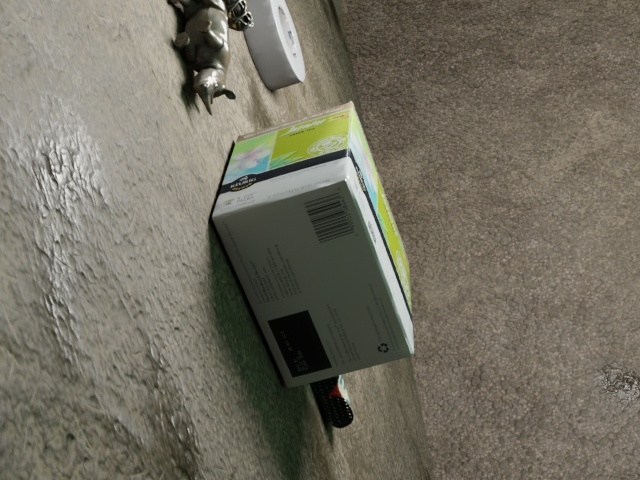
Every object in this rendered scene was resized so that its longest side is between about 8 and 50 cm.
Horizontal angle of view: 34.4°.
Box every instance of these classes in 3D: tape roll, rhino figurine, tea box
[{"bbox_3d":[-0.101,-0.430,2.179,0.219,0.072,0.219,-17,90,-80],"label":"tape roll"},{"bbox_3d":[-0.178,-0.298,1.611,0.106,0.073,0.243,48,29,-60],"label":"rhino figurine"},{"bbox_3d":[0.000,0.000,1.681,0.323,0.220,0.329,-87,158,-61],"label":"tea box"}]

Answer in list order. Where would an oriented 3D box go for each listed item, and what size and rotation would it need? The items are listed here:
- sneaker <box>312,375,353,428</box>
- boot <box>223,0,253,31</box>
[{"bbox_3d":[0.012,0.254,1.854,0.075,0.057,0.161,-132,-159,-76],"label":"sneaker"},{"bbox_3d":[-0.161,-0.441,1.683,0.263,0.091,0.229,45,-16,50],"label":"boot"}]
